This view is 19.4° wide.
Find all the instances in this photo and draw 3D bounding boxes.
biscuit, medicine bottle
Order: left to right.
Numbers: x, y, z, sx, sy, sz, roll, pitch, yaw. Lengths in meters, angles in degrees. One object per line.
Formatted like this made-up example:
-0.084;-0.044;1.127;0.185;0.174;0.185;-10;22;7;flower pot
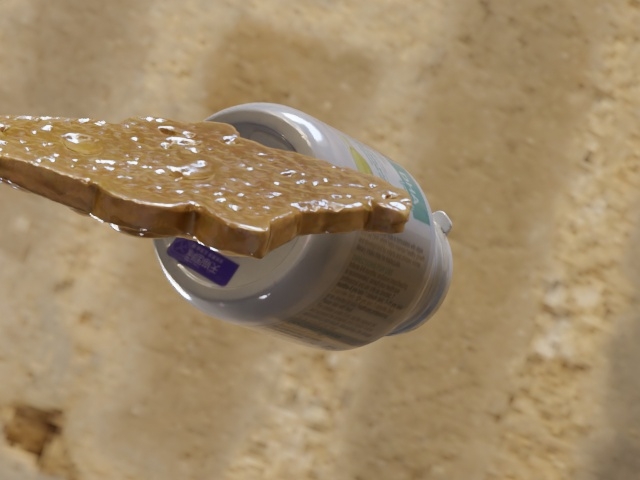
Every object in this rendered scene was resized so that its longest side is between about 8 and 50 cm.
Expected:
-0.077;-0.031;0.971;0.162;0.250;0.035;-93;-165;-73;biscuit
0.000;0.000;1.189;0.135;0.215;0.135;-7;-104;28;medicine bottle
